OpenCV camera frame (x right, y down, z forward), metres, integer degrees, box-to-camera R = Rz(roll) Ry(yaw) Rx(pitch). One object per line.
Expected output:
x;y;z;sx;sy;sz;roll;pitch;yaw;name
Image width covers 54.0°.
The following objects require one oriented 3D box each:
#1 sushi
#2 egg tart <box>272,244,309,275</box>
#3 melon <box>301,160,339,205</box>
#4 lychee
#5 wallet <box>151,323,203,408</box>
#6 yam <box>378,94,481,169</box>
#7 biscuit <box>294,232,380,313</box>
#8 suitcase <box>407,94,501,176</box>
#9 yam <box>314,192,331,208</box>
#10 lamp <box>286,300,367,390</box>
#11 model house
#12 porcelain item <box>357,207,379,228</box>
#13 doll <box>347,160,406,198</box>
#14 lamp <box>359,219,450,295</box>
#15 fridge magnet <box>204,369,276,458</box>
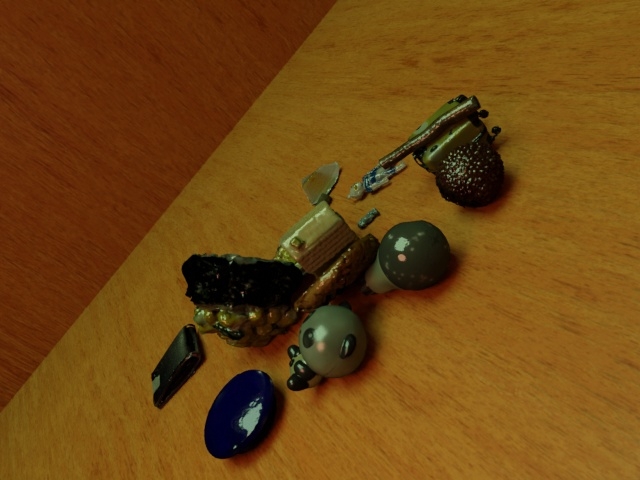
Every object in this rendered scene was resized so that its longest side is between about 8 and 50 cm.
-0.259;0.187;1.929;0.328;0.329;0.285;1;82;35;sushi
-0.066;0.050;2.096;0.234;0.094;0.234;-35;33;28;egg tart
-0.017;-0.219;2.362;0.202;0.093;0.139;-55;21;-20;melon
0.394;-0.174;1.646;0.188;0.188;0.188;-34;32;25;lychee
-0.533;0.453;2.293;0.262;0.071;0.221;-53;29;7;wallet
0.299;-0.298;1.762;0.327;0.045;0.045;-32;13;28;yam
0.056;0.101;1.755;0.289;0.081;0.334;-47;-7;23;biscuit
0.384;-0.286;1.824;0.235;0.143;0.194;-42;30;11;suitcase
0.008;-0.132;2.268;0.043;0.043;0.094;-8;48;50;yam
0.011;0.279;1.632;0.244;0.198;0.197;-46;27;25;lamp
0.000;0.000;1.873;0.193;0.174;0.234;-40;-11;2;model house
0.150;-0.069;2.009;0.083;0.028;0.036;-40;13;18;porcelain item
0.181;-0.206;2.104;0.227;0.057;0.114;-39;34;15;doll
0.220;0.057;1.657;0.181;0.182;0.314;-62;5;-23;lamp
-0.224;0.488;1.765;0.265;0.113;0.265;-35;31;25;fridge magnet
